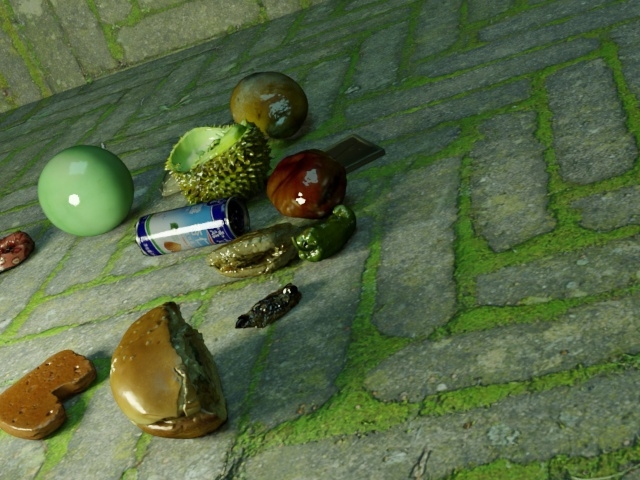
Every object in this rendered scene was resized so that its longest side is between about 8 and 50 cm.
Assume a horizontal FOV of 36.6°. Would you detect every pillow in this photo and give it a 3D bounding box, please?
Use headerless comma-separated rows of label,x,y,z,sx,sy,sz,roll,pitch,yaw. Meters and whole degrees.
pillow,-0.346,-0.178,2.463,0.119,0.053,0.208,-23,24,10

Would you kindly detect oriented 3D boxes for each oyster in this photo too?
oyster,-0.089,0.115,1.671,0.086,0.029,0.132,-8,27,30

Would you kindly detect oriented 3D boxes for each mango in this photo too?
mango,-0.131,-0.348,2.522,0.193,0.146,0.316,-34,32,-5

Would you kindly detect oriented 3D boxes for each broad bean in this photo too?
broad bean,-0.027,-0.111,1.976,0.156,0.122,0.228,-54,23,-5

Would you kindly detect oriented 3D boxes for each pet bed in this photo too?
pet bed,-0.801,0.041,2.413,0.201,0.053,0.201,-22,19,8

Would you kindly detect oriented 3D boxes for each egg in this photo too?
egg,-0.567,-0.120,2.332,0.220,0.220,0.270,-38,28,-29

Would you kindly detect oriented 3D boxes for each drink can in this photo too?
drink can,-0.272,-0.028,2.047,0.235,0.097,0.097,-9,28,26

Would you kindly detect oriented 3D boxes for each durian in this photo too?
durian,-0.222,-0.170,2.194,0.237,0.176,0.200,-14,24,15

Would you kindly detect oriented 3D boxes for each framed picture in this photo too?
framed picture,0.004,-0.166,2.186,0.250,0.016,0.184,-28,24,-11

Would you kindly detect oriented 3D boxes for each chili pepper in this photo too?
chili pepper,-0.002,-0.001,1.787,0.072,0.073,0.204,-26,6,39

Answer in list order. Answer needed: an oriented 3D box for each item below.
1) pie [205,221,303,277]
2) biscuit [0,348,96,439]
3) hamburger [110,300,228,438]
pie,-0.121,0.016,1.849,0.193,0.079,0.163,-16,15,16
biscuit,-0.466,0.269,1.676,0.186,0.036,0.192,8,38,45
hamburger,-0.244,0.207,1.481,0.157,0.144,0.283,-24,26,-2
